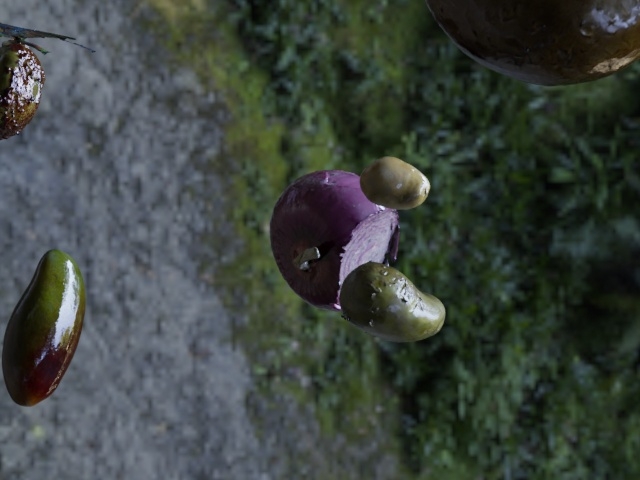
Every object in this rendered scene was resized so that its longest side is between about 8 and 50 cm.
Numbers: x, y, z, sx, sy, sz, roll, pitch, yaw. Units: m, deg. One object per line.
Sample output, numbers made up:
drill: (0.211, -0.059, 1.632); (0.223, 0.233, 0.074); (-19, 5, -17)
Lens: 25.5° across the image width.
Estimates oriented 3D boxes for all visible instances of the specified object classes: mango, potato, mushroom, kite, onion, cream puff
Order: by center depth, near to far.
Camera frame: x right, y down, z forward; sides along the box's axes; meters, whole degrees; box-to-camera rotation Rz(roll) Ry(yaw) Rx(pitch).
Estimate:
potato: (0.076, 0.072, 1.516); (0.138, 0.092, 0.070); (31, 70, -43)
mushroom: (0.290, -0.352, 1.733); (0.239, 0.345, 0.345); (31, 56, -63)
potato: (0.092, -0.070, 1.754); (0.062, 0.083, 0.068); (-55, 168, -27)
kite: (-0.389, -0.256, 1.778); (0.183, 0.160, 0.010); (-7, 115, -47)
cream puff: (-0.434, -0.204, 1.974); (0.149, 0.084, 0.149); (-45, -146, 43)
onion: (0.010, -0.007, 2.089); (0.207, 0.201, 0.200); (64, 22, -50)
mango: (-0.461, 0.146, 2.359); (0.133, 0.111, 0.267); (23, 78, -47)
